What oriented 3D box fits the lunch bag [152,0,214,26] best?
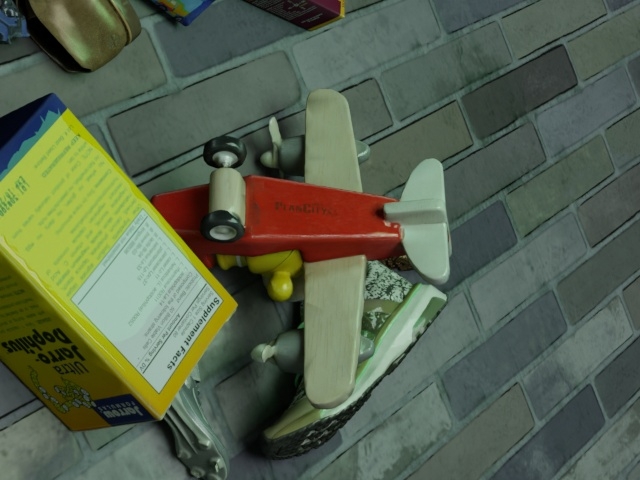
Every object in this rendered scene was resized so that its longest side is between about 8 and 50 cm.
[{"bbox_3d":[-0.217,-0.497,1.816,0.221,0.138,0.293,35,43,-36],"label":"lunch bag"}]

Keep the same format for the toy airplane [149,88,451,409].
[{"bbox_3d":[0.000,0.000,1.779,0.384,0.272,0.386,44,60,13],"label":"toy airplane"}]

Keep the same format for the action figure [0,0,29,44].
[{"bbox_3d":[-0.494,-0.296,1.489,0.341,0.178,0.330,-6,90,-75],"label":"action figure"}]

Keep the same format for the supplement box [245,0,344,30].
[{"bbox_3d":[-0.053,-0.413,1.966,0.188,0.081,0.104,17,68,-41],"label":"supplement box"}]

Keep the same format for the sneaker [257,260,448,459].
[{"bbox_3d":[0.012,0.164,1.878,0.182,0.158,0.410,40,49,9],"label":"sneaker"}]

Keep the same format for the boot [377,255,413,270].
[{"bbox_3d":[0.125,0.004,2.045,0.158,0.059,0.084,2,74,-63],"label":"boot"}]

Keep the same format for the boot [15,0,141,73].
[{"bbox_3d":[-0.362,-0.352,1.634,0.115,0.112,0.305,-50,117,-28],"label":"boot"}]

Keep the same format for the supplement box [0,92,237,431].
[{"bbox_3d":[-0.308,0.037,1.516,0.356,0.195,0.194,51,49,-22],"label":"supplement box"}]

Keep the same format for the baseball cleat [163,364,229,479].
[{"bbox_3d":[-0.171,0.227,1.692,0.206,0.072,0.109,61,31,-26],"label":"baseball cleat"}]
